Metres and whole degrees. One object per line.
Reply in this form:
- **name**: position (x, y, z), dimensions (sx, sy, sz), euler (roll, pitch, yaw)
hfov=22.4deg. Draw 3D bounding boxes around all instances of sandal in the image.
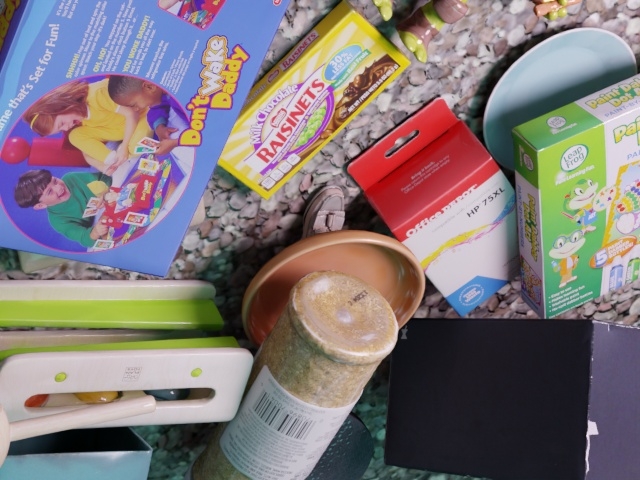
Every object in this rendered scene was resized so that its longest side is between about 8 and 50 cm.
- **sandal**: position (-0.032, 0.209, 1.894), dimensions (0.254, 0.054, 0.097), euler (36, 98, -34)

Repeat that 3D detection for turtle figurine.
- **turtle figurine**: position (0.148, -0.278, 1.530), dimensions (0.217, 0.087, 0.269), euler (-32, 145, 11)

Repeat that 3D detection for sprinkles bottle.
- **sprinkles bottle**: position (-0.040, 0.190, 1.727), dimensions (0.121, 0.121, 0.355), euler (2, 136, -30)

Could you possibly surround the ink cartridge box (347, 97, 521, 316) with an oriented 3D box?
- **ink cartridge box**: position (0.142, -0.034, 1.748), dimensions (0.134, 0.078, 0.231), euler (-37, 136, 5)

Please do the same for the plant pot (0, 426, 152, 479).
- **plant pot**: position (-0.290, 0.302, 1.679), dimensions (0.166, 0.165, 0.234), euler (1, 103, -28)

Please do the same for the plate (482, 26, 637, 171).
- **plate**: position (0.255, -0.153, 1.745), dimensions (0.188, 0.024, 0.188), euler (-15, 133, -17)

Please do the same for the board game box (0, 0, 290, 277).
- **board game box**: position (-0.185, -0.147, 1.435), dimensions (0.233, 0.078, 0.347), euler (12, 116, -33)

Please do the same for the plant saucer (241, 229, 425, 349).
- **plant saucer**: position (0.011, 0.055, 1.718), dimensions (0.200, 0.037, 0.200), euler (-11, 140, -9)

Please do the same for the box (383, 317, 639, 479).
- **box**: position (0.296, 0.187, 1.823), dimensions (0.312, 0.343, 0.179), euler (9, 83, -33)

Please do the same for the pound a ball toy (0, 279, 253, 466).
- **pound a ball toy**: position (-0.229, 0.153, 1.613), dimensions (0.319, 0.208, 0.136), euler (0, 128, -30)

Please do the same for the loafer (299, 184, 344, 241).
- **loafer**: position (0.000, 0.000, 1.725), dimensions (0.045, 0.039, 0.125), euler (3, 128, -30)

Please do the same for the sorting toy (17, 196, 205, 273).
- **sorting toy**: position (-0.207, -0.063, 1.556), dimensions (0.193, 0.038, 0.208), euler (-17, 134, -16)

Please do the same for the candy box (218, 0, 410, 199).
- **candy box**: position (-0.016, -0.137, 1.606), dimensions (0.206, 0.027, 0.105), euler (-43, 132, 11)

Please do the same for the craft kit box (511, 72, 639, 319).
- **craft kit box**: position (0.329, -0.060, 1.750), dimensions (0.250, 0.061, 0.246), euler (-24, 130, -15)
